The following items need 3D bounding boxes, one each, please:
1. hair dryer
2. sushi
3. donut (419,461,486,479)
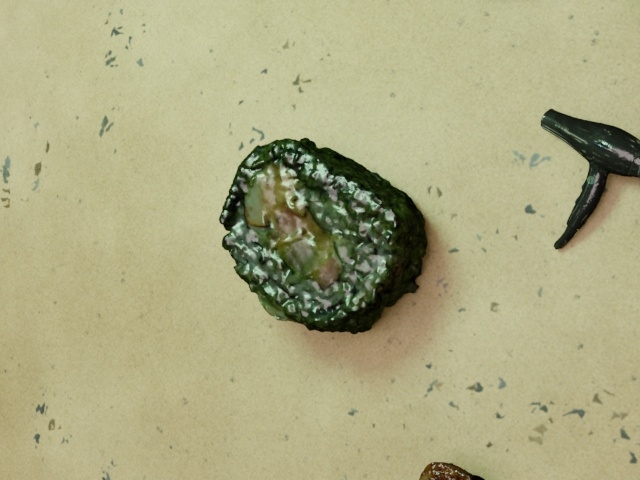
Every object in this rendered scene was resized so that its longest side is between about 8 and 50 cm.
[{"bbox_3d":[0.410,-0.089,1.621,0.195,0.075,0.219,32,108,37],"label":"hair dryer"},{"bbox_3d":[0.000,0.000,1.760,0.352,0.178,0.294,36,105,23],"label":"sushi"},{"bbox_3d":[0.190,0.451,1.641,0.085,0.141,0.217,38,103,36],"label":"donut"}]
